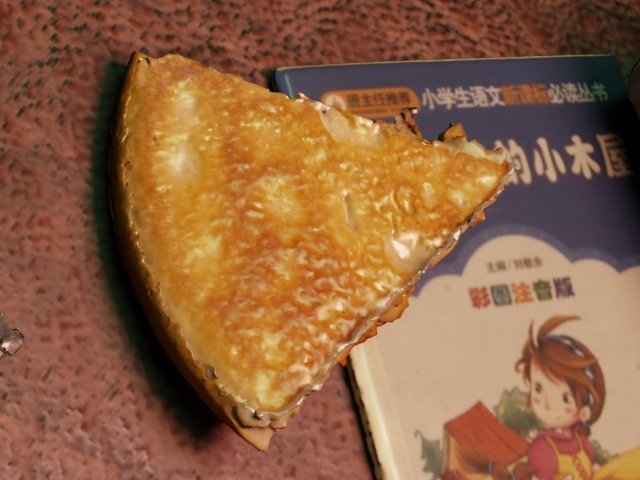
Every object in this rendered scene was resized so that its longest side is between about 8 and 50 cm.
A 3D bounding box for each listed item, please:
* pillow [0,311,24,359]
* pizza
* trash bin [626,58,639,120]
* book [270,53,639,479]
[{"bbox_3d":[-0.269,-0.031,0.746,0.335,0.092,0.161,39,42,-10],"label":"pillow"},{"bbox_3d":[0.000,0.000,0.911,0.193,0.053,0.201,-5,64,-14],"label":"pizza"},{"bbox_3d":[0.305,-0.006,1.011,0.277,0.217,0.262,-11,75,-40],"label":"trash bin"},{"bbox_3d":[0.109,0.054,0.989,0.228,0.018,0.322,-6,72,-34],"label":"book"}]
